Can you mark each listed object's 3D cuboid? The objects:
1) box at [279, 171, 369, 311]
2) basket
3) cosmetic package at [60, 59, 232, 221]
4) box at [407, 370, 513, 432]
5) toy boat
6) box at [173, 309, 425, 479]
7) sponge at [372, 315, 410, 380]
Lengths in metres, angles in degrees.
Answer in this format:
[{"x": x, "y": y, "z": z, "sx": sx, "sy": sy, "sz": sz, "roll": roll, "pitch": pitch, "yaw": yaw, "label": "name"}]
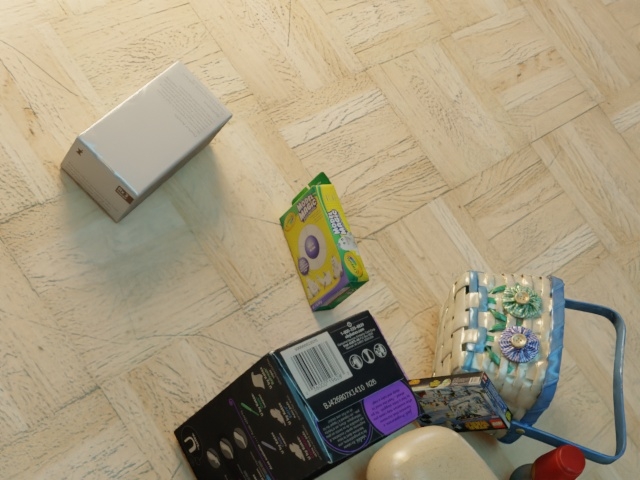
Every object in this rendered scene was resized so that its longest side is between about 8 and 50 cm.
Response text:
[{"x": 0.000, "y": 0.000, "z": 1.618, "sx": 0.043, "sy": 0.105, "sz": 0.179, "roll": -3, "pitch": 64, "yaw": -36, "label": "box"}, {"x": 0.315, "y": 0.182, "z": 1.653, "sx": 0.289, "sy": 0.201, "sz": 0.255, "roll": 18, "pitch": 53, "yaw": -12, "label": "basket"}, {"x": -0.238, "y": -0.141, "z": 1.560, "sx": 0.117, "sy": 0.085, "sz": 0.231, "roll": 46, "pitch": 50, "yaw": -2, "label": "cosmetic package"}, {"x": 0.187, "y": 0.228, "z": 1.566, "sx": 0.094, "sy": 0.137, "sz": 0.027, "roll": 56, "pitch": 42, "yaw": -28, "label": "box"}, {"x": 0.219, "y": 0.368, "z": 1.533, "sx": 0.318, "sy": 0.148, "sz": 0.267, "roll": -16, "pitch": 67, "yaw": -31, "label": "toy boat"}, {"x": -0.032, "y": 0.218, "z": 1.351, "sx": 0.165, "sy": 0.270, "sz": 0.143, "roll": -19, "pitch": 74, "yaw": -40, "label": "box"}, {"x": 0.031, "y": 0.184, "z": 1.559, "sx": 0.210, "sy": 0.031, "sz": 0.117, "roll": -16, "pitch": 74, "yaw": -47, "label": "sponge"}]
